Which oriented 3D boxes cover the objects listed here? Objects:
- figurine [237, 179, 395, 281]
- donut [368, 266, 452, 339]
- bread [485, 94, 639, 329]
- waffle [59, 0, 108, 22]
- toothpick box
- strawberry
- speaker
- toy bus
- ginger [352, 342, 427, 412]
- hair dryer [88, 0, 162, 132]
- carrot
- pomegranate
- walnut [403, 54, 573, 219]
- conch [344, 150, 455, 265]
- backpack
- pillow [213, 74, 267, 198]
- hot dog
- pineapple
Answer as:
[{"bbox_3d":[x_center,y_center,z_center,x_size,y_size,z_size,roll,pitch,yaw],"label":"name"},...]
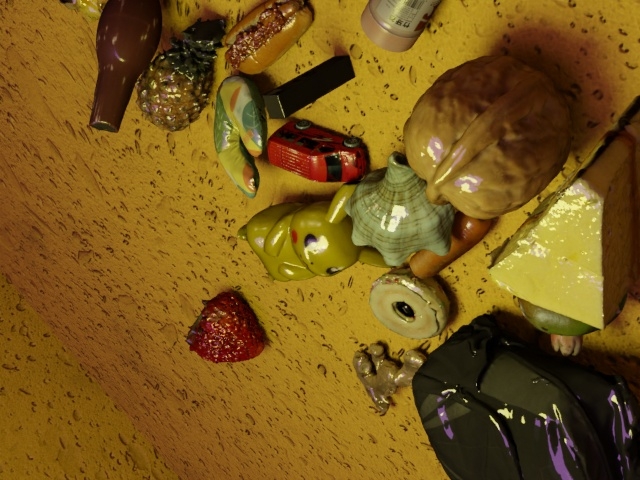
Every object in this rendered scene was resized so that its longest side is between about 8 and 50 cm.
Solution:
[{"bbox_3d":[-0.005,0.000,1.660,0.327,0.169,0.218,0,135,50],"label":"figurine"},{"bbox_3d":[0.180,0.122,1.625,0.175,0.068,0.174,23,139,21],"label":"donut"},{"bbox_3d":[0.356,-0.064,1.131,0.198,0.263,0.236,19,135,30],"label":"bread"},{"bbox_3d":[-0.492,-0.649,1.706,0.382,0.095,0.379,-27,100,51],"label":"waffle"},{"bbox_3d":[0.134,-0.374,1.250,0.098,0.098,0.149,47,143,8],"label":"toothpick box"},{"bbox_3d":[-0.240,0.239,2.105,0.201,0.187,0.184,34,178,-1],"label":"strawberry"},{"bbox_3d":[-0.018,-0.269,1.422,0.040,0.191,0.046,8,124,44],"label":"speaker"},{"bbox_3d":[-0.006,-0.164,1.582,0.195,0.089,0.081,24,136,32],"label":"toy bus"},{"bbox_3d":[0.146,0.286,1.818,0.149,0.065,0.258,49,146,9],"label":"ginger"},{"bbox_3d":[-0.430,-0.355,1.727,0.123,0.312,0.340,16,170,-18],"label":"hair dryer"},{"bbox_3d":[0.238,0.002,1.481,0.067,0.067,0.225,49,146,5],"label":"carrot"},{"bbox_3d":[0.393,0.089,1.297,0.180,0.180,0.209,18,129,38],"label":"pomegranate"},{"bbox_3d":[0.240,-0.146,1.196,0.224,0.257,0.257,45,143,11],"label":"walnut"},{"bbox_3d":[0.136,-0.041,1.403,0.203,0.169,0.386,24,-178,8],"label":"conch"},{"bbox_3d":[0.381,0.324,1.443,0.446,0.255,0.363,12,128,59],"label":"backpack"},{"bbox_3d":[-0.157,-0.219,1.663,0.214,0.086,0.233,63,151,33],"label":"pillow"},{"bbox_3d":[-0.110,-0.378,1.529,0.249,0.076,0.102,-20,107,51],"label":"hot dog"},{"bbox_3d":[-0.273,-0.348,1.673,0.158,0.158,0.279,50,140,3],"label":"pineapple"}]
